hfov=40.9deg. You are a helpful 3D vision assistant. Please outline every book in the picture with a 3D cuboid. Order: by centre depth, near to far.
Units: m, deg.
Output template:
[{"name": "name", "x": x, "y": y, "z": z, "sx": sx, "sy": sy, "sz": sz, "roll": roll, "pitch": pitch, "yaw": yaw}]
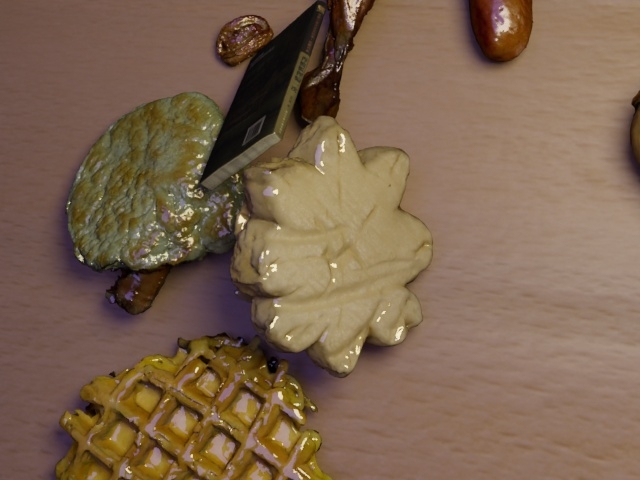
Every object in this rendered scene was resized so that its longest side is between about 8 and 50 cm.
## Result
[{"name": "book", "x": -0.069, "y": -0.180, "z": 1.061, "sx": 0.160, "sy": 0.024, "sz": 0.228, "roll": -29, "pitch": 36, "yaw": 47}]

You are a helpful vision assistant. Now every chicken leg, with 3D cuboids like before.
[{"name": "chicken leg", "x": 0.033, "y": -0.288, "z": 1.099, "sx": 0.093, "sy": 0.113, "sz": 0.304, "roll": 18, "pitch": 90, "yaw": -18}]

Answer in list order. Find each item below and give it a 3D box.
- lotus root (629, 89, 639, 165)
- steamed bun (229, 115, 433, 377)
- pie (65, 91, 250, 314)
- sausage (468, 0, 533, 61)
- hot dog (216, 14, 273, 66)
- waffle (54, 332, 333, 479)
[{"name": "lotus root", "x": 0.471, "y": -0.081, "z": 0.947, "sx": 0.284, "sy": 0.146, "sz": 0.160, "roll": 47, "pitch": 117, "yaw": 21}, {"name": "steamed bun", "x": 0.000, "y": 0.000, "z": 1.032, "sx": 0.137, "sy": 0.295, "sz": 0.292, "roll": 4, "pitch": 64, "yaw": 55}, {"name": "pie", "x": -0.223, "y": -0.065, "z": 1.153, "sx": 0.274, "sy": 0.105, "sz": 0.257, "roll": -35, "pitch": 68, "yaw": 9}, {"name": "sausage", "x": 0.190, "y": -0.367, "z": 1.081, "sx": 0.103, "sy": 0.076, "sz": 0.302, "roll": -30, "pitch": 77, "yaw": 18}, {"name": "hot dog", "x": -0.105, "y": -0.274, "z": 1.172, "sx": 0.083, "sy": 0.035, "sz": 0.058, "roll": -30, "pitch": 71, "yaw": 11}, {"name": "waffle", "x": -0.168, "y": 0.319, "z": 1.114, "sx": 0.382, "sy": 0.095, "sz": 0.379, "roll": -19, "pitch": 79, "yaw": 10}]
